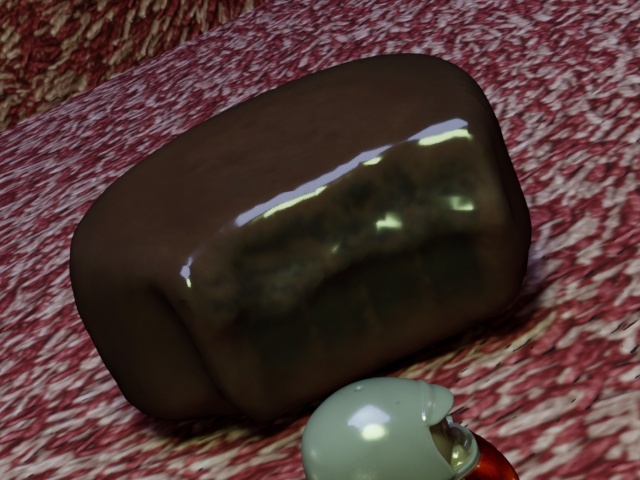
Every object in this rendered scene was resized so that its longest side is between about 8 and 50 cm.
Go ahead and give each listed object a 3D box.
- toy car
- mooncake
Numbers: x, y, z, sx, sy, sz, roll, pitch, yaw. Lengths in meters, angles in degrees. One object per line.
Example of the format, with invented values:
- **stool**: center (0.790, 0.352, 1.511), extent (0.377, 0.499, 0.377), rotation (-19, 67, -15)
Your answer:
- **toy car**: center (0.033, 0.128, 0.803), extent (0.139, 0.112, 0.112), rotation (-18, 19, 6)
- **mooncake**: center (0.000, 0.000, 1.100), extent (0.334, 0.174, 0.326), rotation (4, 34, 45)
